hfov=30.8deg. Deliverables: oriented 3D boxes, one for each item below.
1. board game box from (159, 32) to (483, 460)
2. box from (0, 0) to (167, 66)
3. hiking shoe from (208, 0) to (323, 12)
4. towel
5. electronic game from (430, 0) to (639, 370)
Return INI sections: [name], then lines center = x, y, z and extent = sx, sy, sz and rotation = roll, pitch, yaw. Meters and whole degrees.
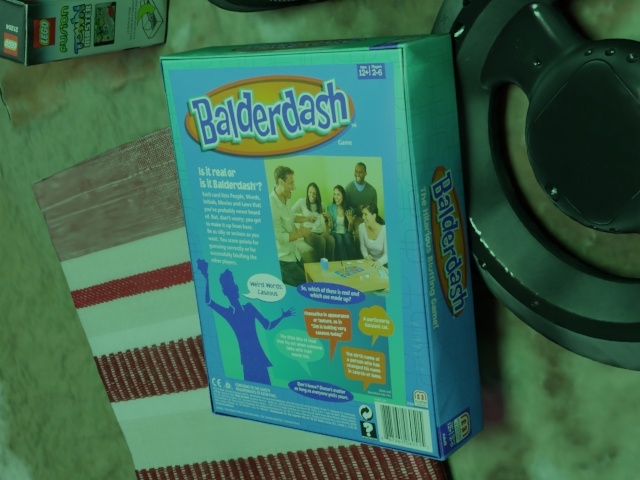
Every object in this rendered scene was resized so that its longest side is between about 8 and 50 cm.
[board game box]
center = 0.000, 0.000, 0.617
extent = 0.160, 0.047, 0.210
rotation = 5, 109, 37
[box]
center = -0.210, -0.155, 0.728
extent = 0.207, 0.114, 0.036
rotation = 20, 115, 30
[hiking shoe]
center = 0.003, -0.169, 0.564
extent = 0.227, 0.114, 0.086
rotation = -16, 94, 39
[towel]
center = -0.043, 0.085, 0.731
extent = 0.237, 0.037, 0.328
rotation = -14, 97, 37
[electronic game]
center = 0.139, -0.048, 0.542
extent = 0.229, 0.048, 0.229
rotation = 19, 118, 40
